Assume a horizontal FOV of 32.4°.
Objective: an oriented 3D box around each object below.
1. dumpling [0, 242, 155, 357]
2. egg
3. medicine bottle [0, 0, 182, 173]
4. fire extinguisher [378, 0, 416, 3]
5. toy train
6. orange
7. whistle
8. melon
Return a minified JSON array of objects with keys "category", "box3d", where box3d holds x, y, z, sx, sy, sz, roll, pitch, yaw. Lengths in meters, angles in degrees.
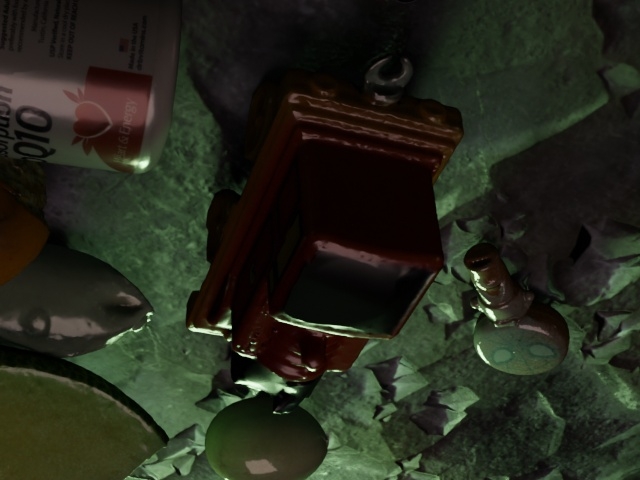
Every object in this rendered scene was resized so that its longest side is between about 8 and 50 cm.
[{"category":"dumpling","box3d":[-0.277,0.072,1.106,0.216,0.105,0.149,10,135,-20]},{"category":"egg","box3d":[-0.065,0.246,1.330,0.152,0.114,0.114,5,139,-16]},{"category":"medicine bottle","box3d":[-0.256,-0.142,0.818,0.288,0.157,0.157,6,138,-14]},{"category":"fire extinguisher","box3d":[0.079,-0.228,0.852,0.056,0.039,0.132,25,131,-19]},{"category":"toy train","box3d":[0.000,0.000,0.962,0.163,0.232,0.369,12,136,-16]},{"category":"orange","box3d":[-0.309,-0.029,0.958,0.156,0.156,0.134,1,160,-8]},{"category":"whistle","box3d":[0.210,0.081,1.220,0.107,0.057,0.220,-10,137,26]},{"category":"melon","box3d":[-0.366,0.223,1.195,0.331,0.226,0.343,4,176,-28]}]
